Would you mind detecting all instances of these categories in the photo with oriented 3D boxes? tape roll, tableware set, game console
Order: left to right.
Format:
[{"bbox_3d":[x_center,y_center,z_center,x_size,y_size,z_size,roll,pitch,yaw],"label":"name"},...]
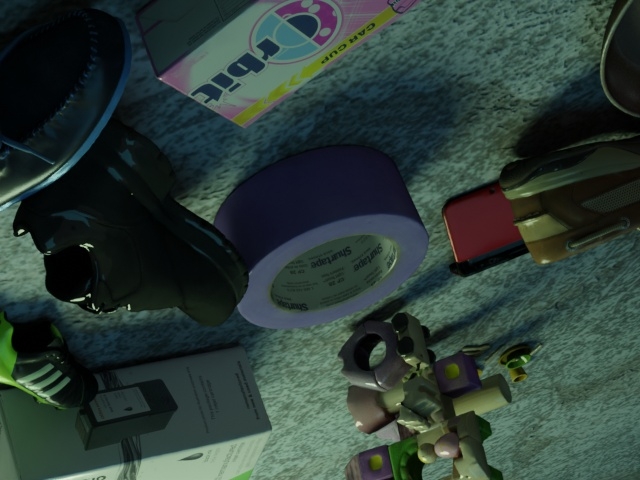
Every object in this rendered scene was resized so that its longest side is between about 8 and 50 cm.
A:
[{"bbox_3d":[0.000,0.000,1.182,0.189,0.080,0.189,-18,151,-10],"label":"tape roll"},{"bbox_3d":[0.221,0.174,1.684,0.154,0.024,0.104,2,144,-37],"label":"tableware set"},{"bbox_3d":[0.199,-0.024,1.346,0.144,0.085,0.124,-21,-178,-2],"label":"game console"}]

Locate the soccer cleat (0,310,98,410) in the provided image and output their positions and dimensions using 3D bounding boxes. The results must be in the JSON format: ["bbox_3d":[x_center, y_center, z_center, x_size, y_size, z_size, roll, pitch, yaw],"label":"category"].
[{"bbox_3d":[-0.264,0.117,1.224,0.072,0.060,0.179,-43,147,10],"label":"soccer cleat"}]

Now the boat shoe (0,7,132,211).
[{"bbox_3d":[-0.236,-0.070,0.877,0.258,0.109,0.089,-40,143,25],"label":"boat shoe"}]

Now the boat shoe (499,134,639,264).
[{"bbox_3d":[0.338,-0.051,1.253,0.324,0.120,0.122,-13,180,-8],"label":"boat shoe"}]

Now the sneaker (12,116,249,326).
[{"bbox_3d":[-0.157,0.009,1.021,0.130,0.109,0.286,-57,146,-15],"label":"sneaker"}]

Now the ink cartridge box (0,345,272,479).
[{"bbox_3d":[-0.213,0.229,1.383,0.273,0.114,0.198,-9,149,-23],"label":"ink cartridge box"}]

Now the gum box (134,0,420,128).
[{"bbox_3d":[-0.022,-0.170,0.896,0.188,0.062,0.107,-34,149,20],"label":"gum box"}]

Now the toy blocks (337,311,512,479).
[{"bbox_3d":[0.083,0.286,1.517,0.260,0.288,0.309,-23,150,22],"label":"toy blocks"}]

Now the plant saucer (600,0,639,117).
[{"bbox_3d":[0.377,-0.222,1.099,0.311,0.050,0.310,-17,152,-10],"label":"plant saucer"}]
